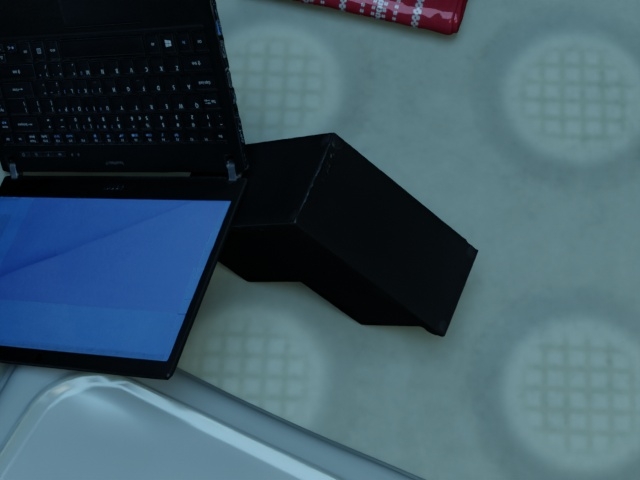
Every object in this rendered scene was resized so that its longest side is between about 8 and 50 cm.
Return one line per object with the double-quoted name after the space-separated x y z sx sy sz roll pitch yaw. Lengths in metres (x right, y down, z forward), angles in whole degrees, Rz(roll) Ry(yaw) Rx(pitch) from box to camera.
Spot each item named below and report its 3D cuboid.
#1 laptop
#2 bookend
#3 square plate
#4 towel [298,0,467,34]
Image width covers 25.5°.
-0.183 -0.060 0.973 0.234 0.264 0.136 2 23 32 "laptop"
0.000 0.000 1.018 0.157 0.156 0.072 37 66 -31 "bookend"
-0.118 0.241 0.919 0.344 0.049 0.347 24 62 9 "square plate"
0.008 -0.280 1.167 0.275 0.031 0.198 14 71 9 "towel"
